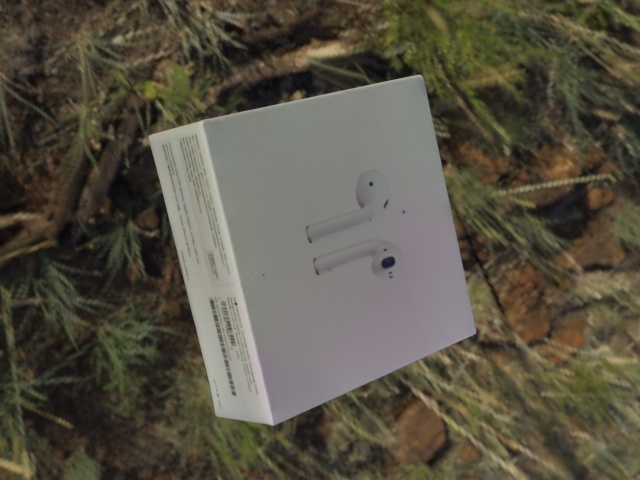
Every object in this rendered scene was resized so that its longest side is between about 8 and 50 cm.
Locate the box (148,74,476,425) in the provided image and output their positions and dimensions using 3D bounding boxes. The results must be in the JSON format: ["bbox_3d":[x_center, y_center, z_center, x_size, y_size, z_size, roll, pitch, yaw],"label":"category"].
[{"bbox_3d":[0.000,0.000,0.474,0.129,0.051,0.130,-18,99,-37],"label":"box"}]
